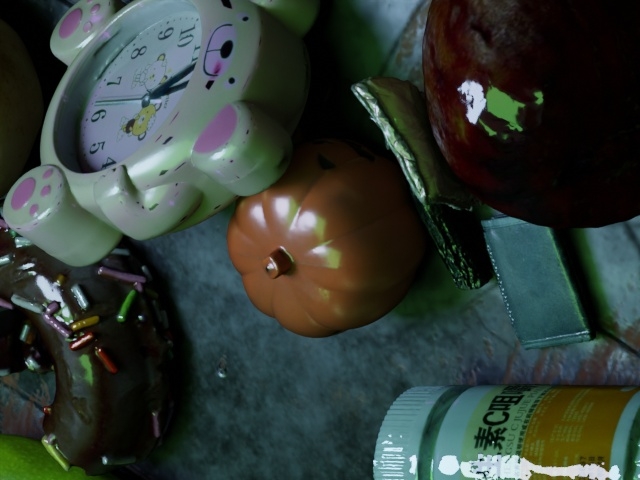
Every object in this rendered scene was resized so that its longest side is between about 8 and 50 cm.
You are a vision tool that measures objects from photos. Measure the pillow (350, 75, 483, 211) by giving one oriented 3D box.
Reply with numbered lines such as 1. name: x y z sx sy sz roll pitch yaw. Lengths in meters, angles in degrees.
1. pillow: 0.093 -0.082 1.533 0.043 0.232 0.126 -28 83 13

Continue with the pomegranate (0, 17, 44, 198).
1. pomegranate: -0.423 -0.153 1.882 0.252 0.229 0.270 22 137 -2

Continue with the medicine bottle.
1. medicine bottle: 0.217 0.205 1.572 0.318 0.158 0.158 -3 105 38

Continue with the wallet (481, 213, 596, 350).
1. wallet: 0.197 0.035 1.611 0.088 0.026 0.129 -12 101 47

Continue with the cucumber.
1. cucumber: 0.108 -0.029 1.626 0.039 0.043 0.163 -11 113 53

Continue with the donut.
1. donut: -0.306 0.089 1.962 0.345 0.136 0.259 31 126 24

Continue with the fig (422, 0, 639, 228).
1. fig: 0.186 -0.130 1.438 0.263 0.224 0.224 53 130 19

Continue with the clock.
1. clock: -0.148 -0.129 1.688 0.309 0.284 0.114 -15 141 38

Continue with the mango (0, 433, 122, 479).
1. mango: -0.315 0.311 2.023 0.343 0.156 0.192 4 149 37

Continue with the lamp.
1. lamp: 0.000 0.000 1.664 0.188 0.164 0.187 15 117 31
